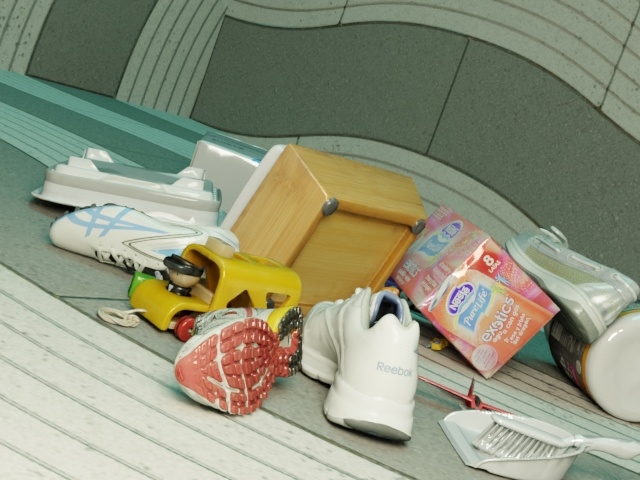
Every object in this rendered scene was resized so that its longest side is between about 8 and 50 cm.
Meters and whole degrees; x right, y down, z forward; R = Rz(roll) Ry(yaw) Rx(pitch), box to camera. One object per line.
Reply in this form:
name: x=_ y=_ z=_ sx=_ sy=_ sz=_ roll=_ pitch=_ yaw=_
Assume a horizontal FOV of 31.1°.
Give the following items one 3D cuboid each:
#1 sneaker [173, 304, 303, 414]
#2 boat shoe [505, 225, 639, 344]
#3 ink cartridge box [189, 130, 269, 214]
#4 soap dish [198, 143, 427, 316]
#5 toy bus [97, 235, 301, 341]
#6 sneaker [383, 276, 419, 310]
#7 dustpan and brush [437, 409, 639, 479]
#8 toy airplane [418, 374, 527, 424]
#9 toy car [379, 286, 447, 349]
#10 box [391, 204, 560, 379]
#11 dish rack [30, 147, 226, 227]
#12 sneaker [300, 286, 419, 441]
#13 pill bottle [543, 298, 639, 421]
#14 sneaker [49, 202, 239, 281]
sneaker: x=-0.088 y=0.110 z=1.082 sx=0.092 sy=0.088 sz=0.225 roll=1 pitch=2 yaw=16
boat shoe: x=0.362 y=0.052 z=1.687 sx=0.118 sy=0.103 sz=0.320 roll=55 pitch=1 yaw=-15
ink cartridge box: x=-0.146 y=-0.114 z=2.262 sx=0.223 sy=0.129 sz=0.307 roll=19 pitch=8 yaw=-5
soap dish: x=0.000 y=0.000 z=1.539 sx=0.118 sy=0.229 sz=0.291 roll=45 pitch=20 yaw=32
toy bus: x=-0.120 y=0.051 z=1.259 sx=0.191 sy=0.104 sz=0.202 roll=20 pitch=7 yaw=2
sneaker: x=0.164 y=0.061 z=1.920 sx=0.236 sy=0.104 sz=0.095 roll=19 pitch=6 yaw=-18
dustpan and brush: x=0.242 y=0.213 z=1.198 sx=0.211 sy=0.060 sz=0.147 roll=18 pitch=8 yaw=-10
toy airplane: x=0.175 y=0.187 z=1.339 sx=0.151 sy=0.028 sz=0.151 roll=21 pitch=7 yaw=-3
toy car: x=0.128 y=0.112 z=1.640 sx=0.122 sy=0.060 sz=0.040 roll=21 pitch=17 yaw=15
box: x=0.208 y=0.065 z=1.678 sx=0.154 sy=0.142 sz=0.300 roll=45 pitch=3 yaw=-11
dish rack: x=-0.277 y=-0.084 z=1.755 sx=0.285 sy=0.072 sz=0.333 roll=11 pitch=6 yaw=-7
sneaker: x=0.050 y=0.107 z=1.207 sx=0.111 sy=0.129 sz=0.297 roll=16 pitch=7 yaw=-17
pill bottle: x=0.437 y=0.156 z=1.725 sx=0.162 sy=0.162 sz=0.278 roll=19 pitch=7 yaw=-8
sneaker: x=-0.219 y=0.012 z=1.406 sx=0.237 sy=0.086 sz=0.085 roll=8 pitch=-29 yaw=1
